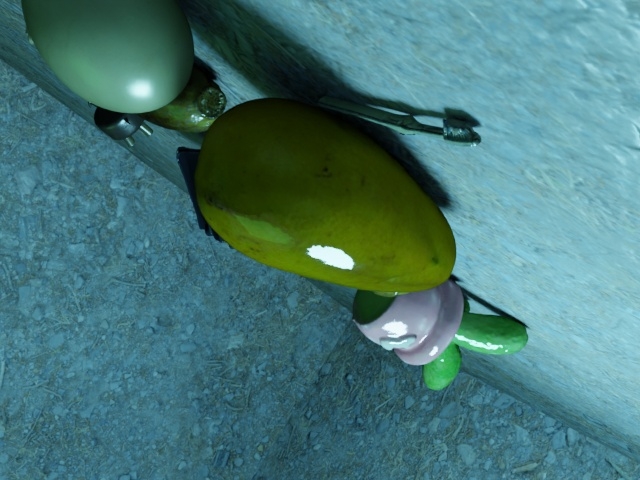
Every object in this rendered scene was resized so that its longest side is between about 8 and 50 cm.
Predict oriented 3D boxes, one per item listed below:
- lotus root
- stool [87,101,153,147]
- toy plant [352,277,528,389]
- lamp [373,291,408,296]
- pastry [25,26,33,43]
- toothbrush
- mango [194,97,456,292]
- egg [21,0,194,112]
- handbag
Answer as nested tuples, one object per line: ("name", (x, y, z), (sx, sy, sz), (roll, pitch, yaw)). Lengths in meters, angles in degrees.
("lotus root", (-0.263, -0.257, 1.343), (0.241, 0.123, 0.124), (29, -179, 41))
("stool", (-0.510, -0.326, 1.949), (0.217, 0.125, 0.121), (39, 180, 36))
("toy plant", (0.239, 0.195, 1.740), (0.356, 0.211, 0.317), (25, 137, -29))
("lamp", (0.130, 0.026, 1.421), (0.161, 0.161, 0.185), (34, 173, -12))
("pastry", (-0.487, -0.381, 1.590), (0.258, 0.089, 0.121), (33, 177, -16))
("toothbrush", (0.084, -0.150, 0.944), (0.294, 0.026, 0.028), (23, 150, 52))
("mango", (0.020, -0.048, 1.135), (0.445, 0.232, 0.300), (24, 175, -32))
("egg", (-0.277, -0.275, 1.010), (0.241, 0.186, 0.186), (38, 171, -27))
("handbag", (-0.220, -0.100, 1.837), (0.325, 0.118, 0.269), (22, 128, 62))
